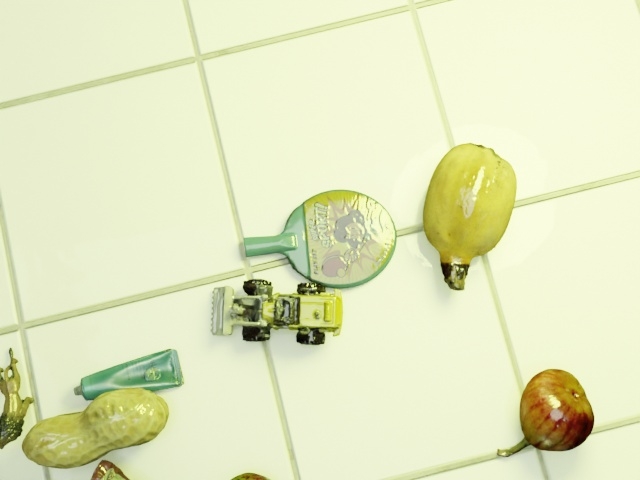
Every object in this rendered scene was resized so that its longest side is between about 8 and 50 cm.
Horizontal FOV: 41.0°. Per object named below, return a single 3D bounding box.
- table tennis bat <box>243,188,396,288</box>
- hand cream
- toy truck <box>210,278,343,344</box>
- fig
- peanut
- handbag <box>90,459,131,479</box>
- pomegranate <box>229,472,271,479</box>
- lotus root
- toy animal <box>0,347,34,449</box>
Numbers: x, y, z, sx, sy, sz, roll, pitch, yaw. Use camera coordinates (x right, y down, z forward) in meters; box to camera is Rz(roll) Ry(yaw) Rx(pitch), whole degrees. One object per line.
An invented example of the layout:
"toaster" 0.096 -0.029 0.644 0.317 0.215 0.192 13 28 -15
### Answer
"table tennis bat" 0.000 0.000 1.837 0.329 0.044 0.215 -5 82 -1
"hand cream" -0.403 0.292 1.793 0.224 0.048 0.083 -14 77 -6
"toy truck" -0.095 0.146 1.773 0.286 0.111 0.136 0 81 7
"fig" 0.467 0.362 1.712 0.148 0.149 0.202 -2 106 -28
"peanut" -0.455 0.379 1.728 0.298 0.136 0.120 -20 35 -2
"handbag" -0.395 0.580 1.697 0.235 0.127 0.213 31 85 18
"pomegranate" -0.139 0.526 1.710 0.130 0.130 0.130 0 80 1
"lotus root" 0.302 -0.050 1.781 0.183 0.183 0.310 16 86 4
"toy animal" -0.639 0.325 1.778 0.069 0.086 0.219 -12 62 -4
